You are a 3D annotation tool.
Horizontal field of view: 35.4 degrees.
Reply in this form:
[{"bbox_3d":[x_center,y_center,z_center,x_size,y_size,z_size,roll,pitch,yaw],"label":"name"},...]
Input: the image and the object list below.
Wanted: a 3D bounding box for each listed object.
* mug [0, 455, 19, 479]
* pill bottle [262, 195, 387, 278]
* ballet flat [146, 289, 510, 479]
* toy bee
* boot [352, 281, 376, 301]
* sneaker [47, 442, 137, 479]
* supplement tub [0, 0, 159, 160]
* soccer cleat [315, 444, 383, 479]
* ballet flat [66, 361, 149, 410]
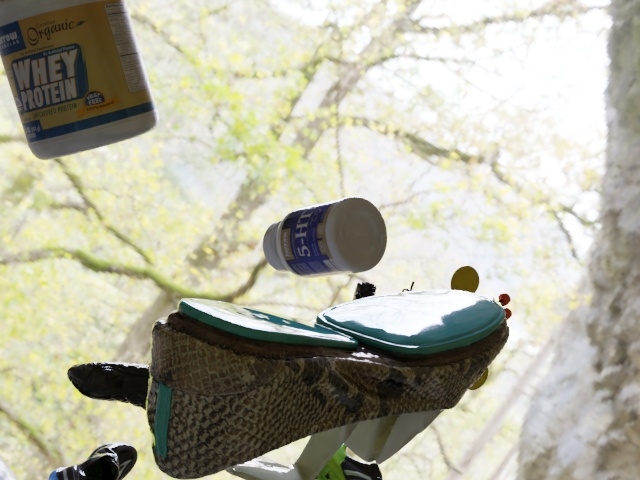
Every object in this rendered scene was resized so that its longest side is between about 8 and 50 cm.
[{"bbox_3d":[-0.488,0.441,1.251,0.328,0.374,0.276,45,31,12],"label":"mug"},{"bbox_3d":[0.000,0.000,1.500,0.112,0.112,0.187,30,-24,-32],"label":"pill bottle"},{"bbox_3d":[0.015,0.143,0.968,0.164,0.181,0.483,19,11,36],"label":"ballet flat"},{"bbox_3d":[0.236,0.119,1.605,0.298,0.162,0.195,-104,-175,-53],"label":"toy bee"},{"bbox_3d":[0.060,0.133,1.620,0.045,0.121,0.099,13,43,-3],"label":"boot"},{"bbox_3d":[-0.319,0.342,1.464,0.078,0.067,0.188,-8,0,20],"label":"sneaker"},{"bbox_3d":[-0.265,-0.197,1.069,0.144,0.144,0.199,-137,-148,-78],"label":"supplement tub"},{"bbox_3d":[0.061,0.322,1.257,0.072,0.060,0.179,-21,52,-33],"label":"soccer cleat"},{"bbox_3d":[-0.218,0.166,1.173,0.049,0.057,0.173,20,-3,40],"label":"ballet flat"}]
